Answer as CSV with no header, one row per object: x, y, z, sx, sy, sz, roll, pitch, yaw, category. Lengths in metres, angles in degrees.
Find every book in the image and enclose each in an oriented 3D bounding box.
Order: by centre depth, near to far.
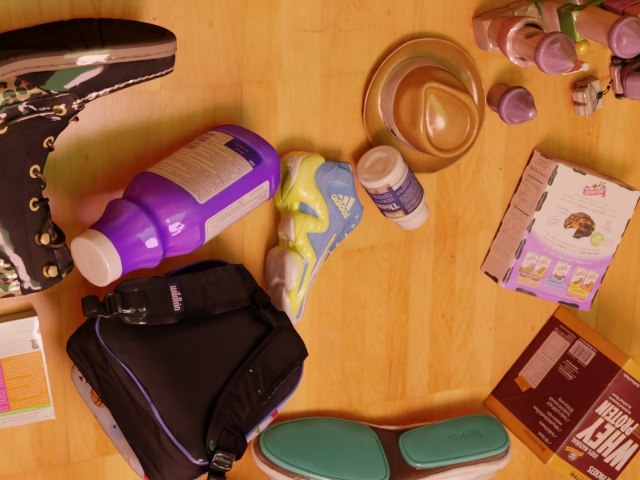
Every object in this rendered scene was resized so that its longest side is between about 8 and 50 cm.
-0.396,0.166,1.728,0.096,0.035,0.144,-11,114,-16,book

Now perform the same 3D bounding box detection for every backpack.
-0.158,0.159,1.700,0.263,0.213,0.276,-31,88,-40,backpack

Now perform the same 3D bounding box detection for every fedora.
0.152,-0.171,1.812,0.194,0.079,0.194,-8,112,-21,fedora

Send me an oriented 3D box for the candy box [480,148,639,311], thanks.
0.348,-0.013,1.967,0.164,0.070,0.196,17,103,-28,candy box

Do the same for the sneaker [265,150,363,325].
0.000,0.000,1.805,0.126,0.091,0.240,-3,110,-24,sneaker

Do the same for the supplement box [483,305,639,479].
0.382,0.238,2.010,0.129,0.191,0.194,36,94,-31,supplement box

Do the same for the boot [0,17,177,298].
-0.335,-0.094,1.591,0.377,0.138,0.284,-16,116,-17,boot

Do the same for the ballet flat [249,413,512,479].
0.085,0.331,1.959,0.400,0.139,0.139,-1,110,-21,ballet flat

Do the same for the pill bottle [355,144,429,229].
0.100,-0.068,1.830,0.067,0.067,0.120,-42,135,-4,pill bottle

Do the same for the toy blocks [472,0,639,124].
0.370,-0.271,1.765,0.288,0.260,0.309,-21,117,-16,toy blocks

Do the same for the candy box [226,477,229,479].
-0.051,0.506,1.878,0.122,0.268,0.317,-40,121,-13,candy box

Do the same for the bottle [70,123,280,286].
-0.174,-0.041,1.640,0.283,0.118,0.092,-37,142,-38,bottle
